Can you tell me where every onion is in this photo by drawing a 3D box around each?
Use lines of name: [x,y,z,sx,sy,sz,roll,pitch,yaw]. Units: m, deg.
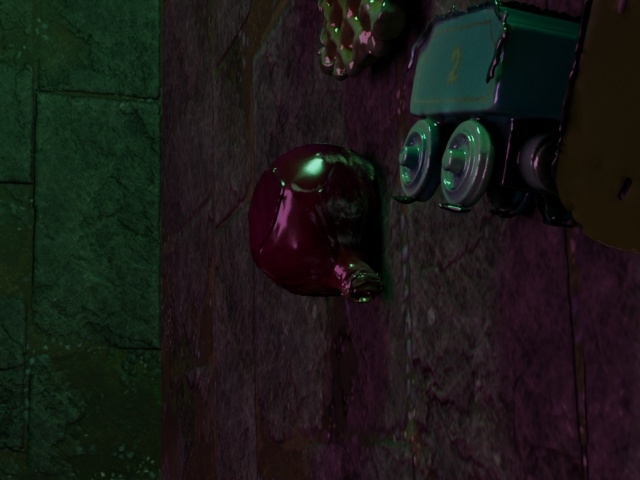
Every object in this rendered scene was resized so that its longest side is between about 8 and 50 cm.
onion: [0.000,0.000,1.226,0.218,0.140,0.195,-112,36,-46]

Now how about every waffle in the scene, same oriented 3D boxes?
waffle: [0.051,-0.340,1.203,0.292,0.056,0.309,160,114,-72]

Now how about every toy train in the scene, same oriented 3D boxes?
toy train: [0.138,-0.099,0.821,0.203,0.112,0.163,-161,80,-71]

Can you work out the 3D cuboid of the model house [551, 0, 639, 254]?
model house: [0.246,-0.123,0.484,0.207,0.154,0.294,24,131,25]
